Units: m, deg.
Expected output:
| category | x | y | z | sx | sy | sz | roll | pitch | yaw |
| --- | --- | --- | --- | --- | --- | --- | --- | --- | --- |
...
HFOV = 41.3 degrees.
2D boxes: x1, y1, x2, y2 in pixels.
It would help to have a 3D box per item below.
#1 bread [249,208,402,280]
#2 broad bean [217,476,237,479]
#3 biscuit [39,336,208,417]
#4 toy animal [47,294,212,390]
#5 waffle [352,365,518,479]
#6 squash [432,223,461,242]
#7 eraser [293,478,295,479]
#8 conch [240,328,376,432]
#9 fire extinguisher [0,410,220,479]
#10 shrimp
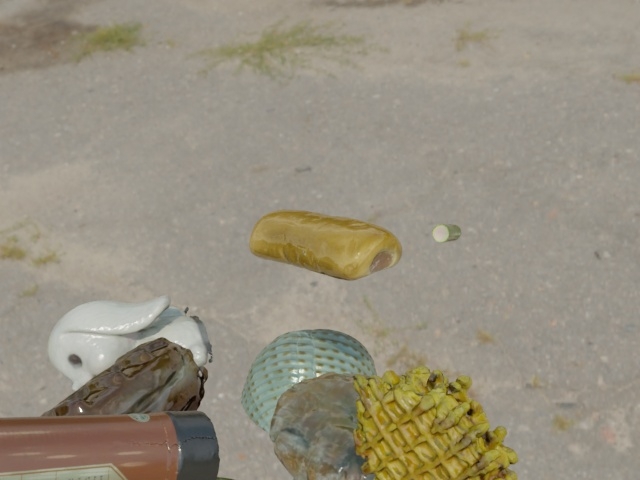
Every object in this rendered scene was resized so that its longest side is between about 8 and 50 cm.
| category | x | y | z | sx | sy | sz | roll | pitch | yaw |
| --- | --- | --- | --- | --- | --- | --- | --- | --- | --- |
| bread | 0.000 | 0.000 | 1.510 | 0.142 | 0.091 | 0.305 | -14 | 18 | -42 |
| broad bean | -0.128 | 0.326 | 0.941 | 0.207 | 0.072 | 0.153 | 24 | 42 | -7 |
| biscuit | -0.290 | 0.244 | 0.984 | 0.366 | 0.115 | 0.268 | -36 | 4 | -16 |
| toy animal | -0.352 | 0.192 | 1.603 | 0.249 | 0.289 | 0.174 | -36 | 52 | 29 |
| waffle | 0.119 | 0.229 | 0.910 | 0.193 | 0.197 | 0.070 | 1 | 19 | 45 |
| squash | 0.188 | -0.011 | 1.253 | 0.028 | 0.027 | 0.083 | 4 | 2 | 23 |
| eraser | 0.113 | 0.382 | 1.251 | 0.312 | 0.042 | 0.144 | 8 | 84 | 11 |
| conch | -0.026 | 0.314 | 1.955 | 0.303 | 0.215 | 0.319 | 12 | 17 | 12 |
| fire extinguisher | -0.138 | 0.109 | 0.416 | 0.177 | 0.050 | 0.062 | 5 | -11 | -33 |
| shrimp | 0.137 | 0.309 | 1.188 | 0.446 | 0.109 | 0.221 | 21 | 42 | 20 |
